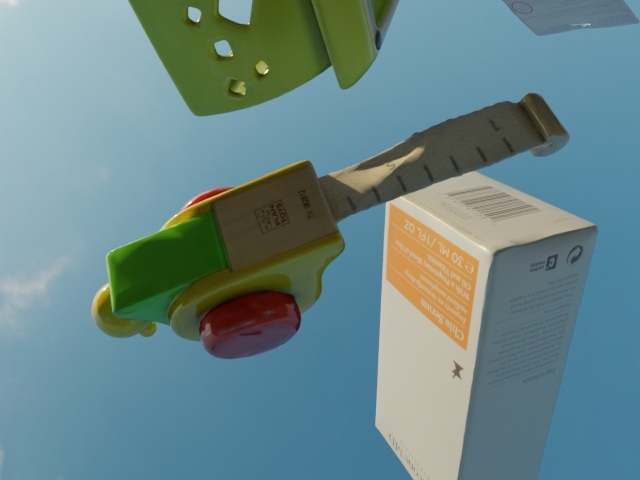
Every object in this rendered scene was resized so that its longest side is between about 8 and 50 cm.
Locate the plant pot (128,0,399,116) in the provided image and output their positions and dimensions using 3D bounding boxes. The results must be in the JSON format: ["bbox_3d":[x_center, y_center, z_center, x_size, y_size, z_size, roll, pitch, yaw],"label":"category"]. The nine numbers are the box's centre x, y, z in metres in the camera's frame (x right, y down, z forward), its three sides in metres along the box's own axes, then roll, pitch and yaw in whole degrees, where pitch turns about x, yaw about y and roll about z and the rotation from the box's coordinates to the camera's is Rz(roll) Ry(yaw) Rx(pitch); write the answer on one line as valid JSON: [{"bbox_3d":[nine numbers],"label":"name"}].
[{"bbox_3d":[-0.040,-0.276,0.490,0.207,0.228,0.227,3,-128,24],"label":"plant pot"}]

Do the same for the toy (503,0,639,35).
[{"bbox_3d":[0.257,-0.324,0.597,0.237,0.136,0.056,18,-88,-35],"label":"toy"}]

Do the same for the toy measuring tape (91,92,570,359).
[{"bbox_3d":[0.000,0.000,0.366,0.329,0.121,0.122,-22,-116,3],"label":"toy measuring tape"}]

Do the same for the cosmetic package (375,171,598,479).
[{"bbox_3d":[0.207,0.155,0.755,0.161,0.454,0.230,-12,-152,-21],"label":"cosmetic package"}]
